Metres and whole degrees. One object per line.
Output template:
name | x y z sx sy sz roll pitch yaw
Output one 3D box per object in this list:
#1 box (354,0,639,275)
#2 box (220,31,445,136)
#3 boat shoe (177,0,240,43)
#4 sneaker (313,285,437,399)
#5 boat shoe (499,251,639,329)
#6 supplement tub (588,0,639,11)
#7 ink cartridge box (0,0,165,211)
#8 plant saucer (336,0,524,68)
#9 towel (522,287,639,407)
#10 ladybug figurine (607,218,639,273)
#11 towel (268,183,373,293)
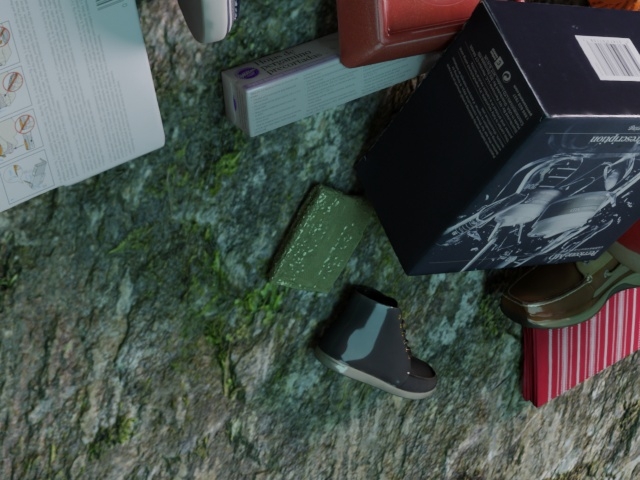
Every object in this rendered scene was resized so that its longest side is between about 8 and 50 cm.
box | 0.278 -0.121 1.668 0.343 0.179 0.312 -4 148 -35
box | 0.039 -0.210 1.588 0.324 0.063 0.067 -23 129 -23
boat shoe | -0.076 -0.368 1.345 0.158 0.127 0.340 -16 127 -19
sneaker | 0.104 0.144 1.864 0.222 0.083 0.118 20 105 -42
boat shoe | 0.394 0.026 1.990 0.324 0.123 0.119 -24 126 -33
supplement tub | 0.430 -0.284 1.795 0.117 0.117 0.190 -47 135 -1
ink cartridge box | -0.294 -0.174 1.365 0.239 0.060 0.275 -25 132 -21
plant saucer | 0.135 -0.339 1.534 0.258 0.048 0.259 -15 112 -27
towel | 0.431 0.134 2.143 0.275 0.031 0.198 -25 129 -24
ladybug figurine | 0.590 -0.084 1.894 0.449 0.305 0.162 -11 152 -6
towel | 0.000 0.000 1.728 0.110 0.027 0.148 14 111 -41
